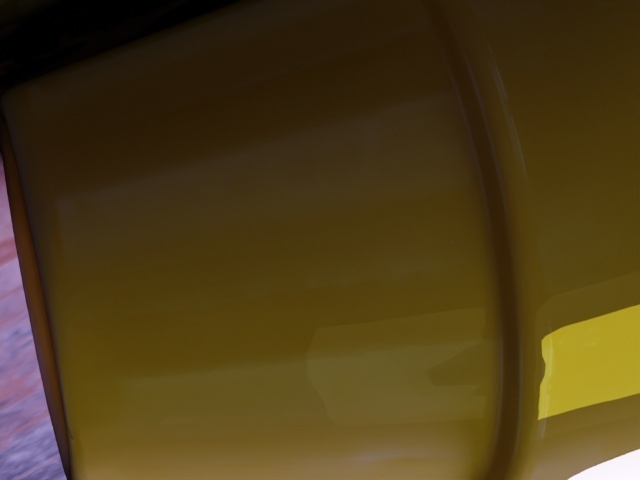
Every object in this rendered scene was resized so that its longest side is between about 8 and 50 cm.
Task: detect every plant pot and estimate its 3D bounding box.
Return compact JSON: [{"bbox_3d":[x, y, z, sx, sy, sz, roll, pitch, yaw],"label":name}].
[{"bbox_3d":[0.000,0.000,0.680,0.239,0.254,0.254,-11,154,-12],"label":"plant pot"}]
